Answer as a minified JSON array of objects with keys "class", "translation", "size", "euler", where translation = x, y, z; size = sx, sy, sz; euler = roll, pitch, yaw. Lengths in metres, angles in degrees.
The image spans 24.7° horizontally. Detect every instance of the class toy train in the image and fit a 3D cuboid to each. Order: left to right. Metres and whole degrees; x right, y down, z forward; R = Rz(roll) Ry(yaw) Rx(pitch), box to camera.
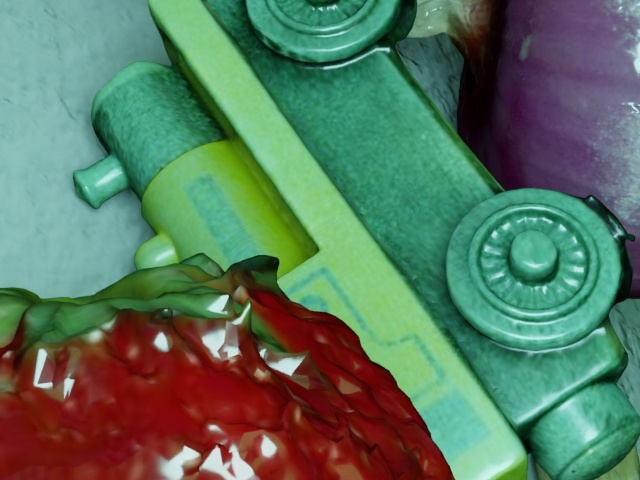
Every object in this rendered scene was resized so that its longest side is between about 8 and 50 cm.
[{"class":"toy train","translation":[0.000,0.000,0.781],"size":[0.369,0.237,0.150],"euler":[55,-9,25]}]

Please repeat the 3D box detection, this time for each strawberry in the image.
[{"class":"strawberry","translation":[-0.074,0.145,0.537],"size":[0.257,0.257,0.277],"euler":[-13,100,-55]}]

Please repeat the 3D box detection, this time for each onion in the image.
[{"class":"onion","translation":[0.205,-0.126,1.059],"size":[0.345,0.358,0.358],"euler":[-17,68,-12]}]

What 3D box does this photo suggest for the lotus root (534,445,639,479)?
[{"class":"lotus root","translation":[0.181,0.154,0.991],"size":[0.073,0.062,0.150],"euler":[24,42,-27]}]
